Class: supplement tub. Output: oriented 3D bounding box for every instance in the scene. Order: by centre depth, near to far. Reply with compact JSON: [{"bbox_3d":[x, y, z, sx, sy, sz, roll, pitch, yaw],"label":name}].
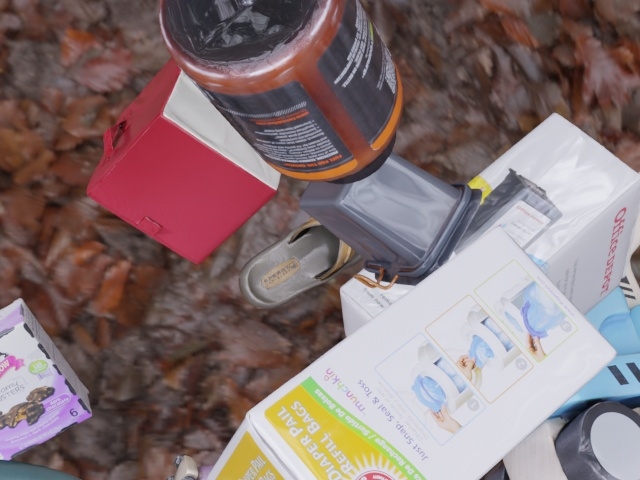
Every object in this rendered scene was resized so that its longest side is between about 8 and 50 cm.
[{"bbox_3d":[-0.012,-0.099,0.753,0.106,0.198,0.106,-6,69,16],"label":"supplement tub"}]

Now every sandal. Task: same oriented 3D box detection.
[{"bbox_3d":[0.000,0.000,1.476,0.219,0.060,0.090,-33,86,-9],"label":"sandal"}]

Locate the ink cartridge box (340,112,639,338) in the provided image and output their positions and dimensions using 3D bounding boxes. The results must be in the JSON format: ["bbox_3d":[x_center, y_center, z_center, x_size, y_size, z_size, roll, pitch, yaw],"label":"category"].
[{"bbox_3d":[0.176,0.048,1.323,0.306,0.226,0.131,-39,63,-18],"label":"ink cartridge box"}]

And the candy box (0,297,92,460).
[{"bbox_3d":[-0.449,0.205,1.824,0.164,0.196,0.070,-28,33,0],"label":"candy box"}]

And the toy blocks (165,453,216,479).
[{"bbox_3d":[-0.075,0.454,1.427,0.260,0.309,0.289,20,103,-18],"label":"toy blocks"}]

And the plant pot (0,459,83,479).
[{"bbox_3d":[-0.351,0.379,1.417,0.235,0.293,0.293,1,78,-22],"label":"plant pot"}]

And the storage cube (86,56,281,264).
[{"bbox_3d":[-0.170,-0.121,1.716,0.193,0.215,0.184,-40,25,38],"label":"storage cube"}]

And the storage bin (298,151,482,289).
[{"bbox_3d":[0.041,-0.021,0.958,0.091,0.135,0.098,33,82,-14],"label":"storage bin"}]

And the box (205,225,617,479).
[{"bbox_3d":[0.050,0.101,0.723,0.203,0.114,0.103,-34,76,-31],"label":"box"}]

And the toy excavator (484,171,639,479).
[{"bbox_3d":[0.372,0.114,1.612,0.432,0.222,0.445,-4,65,-28],"label":"toy excavator"}]
